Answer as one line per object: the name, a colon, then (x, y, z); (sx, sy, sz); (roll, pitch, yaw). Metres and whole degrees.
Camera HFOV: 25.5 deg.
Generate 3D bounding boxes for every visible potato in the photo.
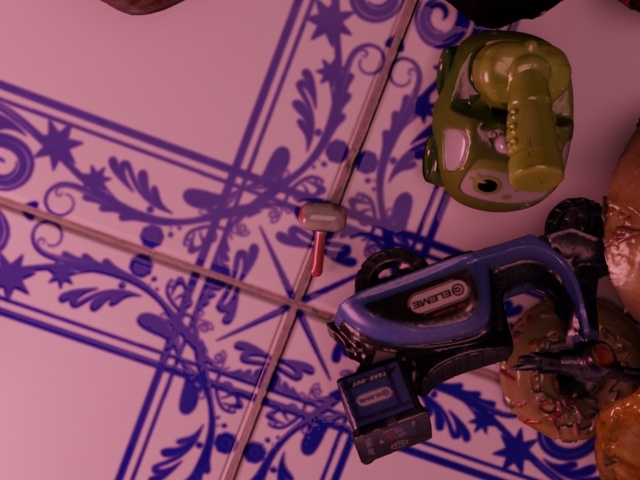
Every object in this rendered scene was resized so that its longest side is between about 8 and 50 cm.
potato: (0.418, -0.033, 1.468); (0.239, 0.116, 0.299); (46, 59, -12)

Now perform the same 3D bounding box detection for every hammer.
hammer: (0.000, 0.000, 1.529); (0.052, 0.031, 0.083); (5, 105, -4)

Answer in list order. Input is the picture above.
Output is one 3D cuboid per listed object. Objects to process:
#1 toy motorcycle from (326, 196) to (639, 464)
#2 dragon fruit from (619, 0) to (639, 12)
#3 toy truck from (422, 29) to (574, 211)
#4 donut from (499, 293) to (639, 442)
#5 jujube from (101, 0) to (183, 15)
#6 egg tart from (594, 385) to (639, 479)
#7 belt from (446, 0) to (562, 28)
toy motorcycle: (0.181, 0.089, 1.477); (0.358, 0.125, 0.213); (-20, 63, -2)
dragon fruit: (0.351, -0.287, 1.502); (0.147, 0.096, 0.102); (6, 111, -39)
toy truck: (0.197, -0.131, 1.453); (0.148, 0.210, 0.187); (5, 80, -8)
donut: (0.284, 0.144, 1.567); (0.174, 0.068, 0.175); (-1, 100, -8)
jujube: (-0.151, -0.378, 1.349); (0.308, 0.246, 0.215); (-53, 141, 9)
egg tart: (0.448, 0.194, 1.477); (0.339, 0.153, 0.351); (-16, 145, -16)
belt: (0.154, -0.356, 1.430); (0.184, 0.164, 0.289); (-37, 101, -26)
